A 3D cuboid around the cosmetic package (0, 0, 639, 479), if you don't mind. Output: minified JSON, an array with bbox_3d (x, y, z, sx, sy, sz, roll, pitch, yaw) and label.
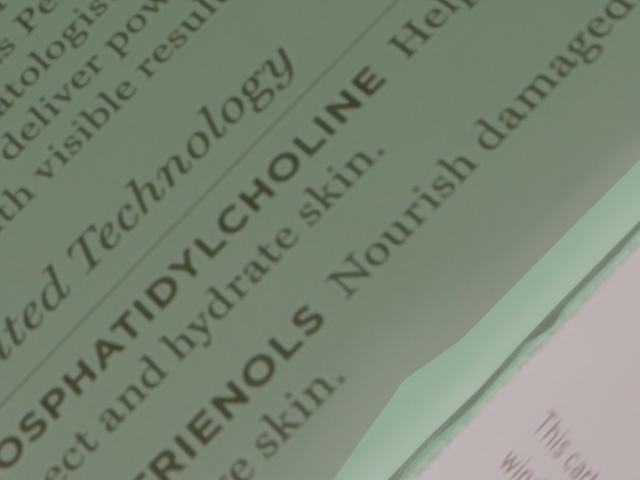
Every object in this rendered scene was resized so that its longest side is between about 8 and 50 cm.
[{"bbox_3d":[0.000,0.000,0.716,0.327,0.329,0.394,-47,52,-4],"label":"cosmetic package"}]
